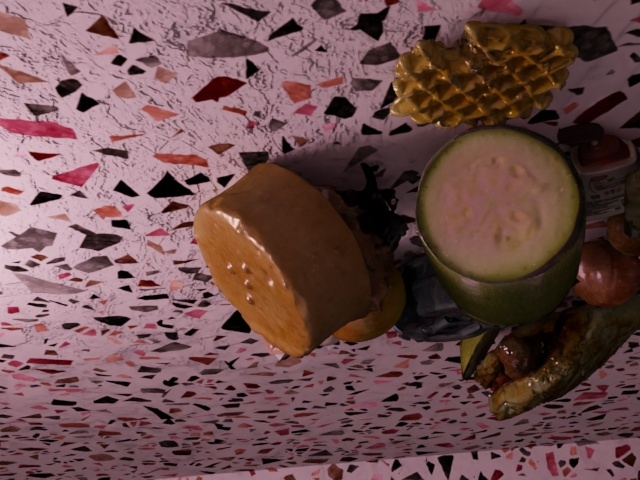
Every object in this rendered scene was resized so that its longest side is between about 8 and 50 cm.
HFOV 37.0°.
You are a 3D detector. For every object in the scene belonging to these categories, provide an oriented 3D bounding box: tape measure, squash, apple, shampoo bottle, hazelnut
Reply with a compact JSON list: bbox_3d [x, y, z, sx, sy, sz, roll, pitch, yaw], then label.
[{"bbox_3d":[0.282,0.129,2.055,0.275,0.147,0.256,11,150,-31],"label":"tape measure"},{"bbox_3d":[0.307,-0.002,1.606,0.263,0.263,0.384,-9,163,10],"label":"squash"},{"bbox_3d":[0.080,0.110,1.939,0.196,0.196,0.196,-3,154,-2],"label":"apple"},{"bbox_3d":[0.371,0.246,2.361,0.085,0.184,0.192,31,160,21],"label":"squash"},{"bbox_3d":[0.478,-0.126,1.645,0.153,0.071,0.284,-14,150,19],"label":"shampoo bottle"},{"bbox_3d":[0.594,0.061,1.981,0.150,0.150,0.150,-3,154,-2],"label":"hazelnut"}]

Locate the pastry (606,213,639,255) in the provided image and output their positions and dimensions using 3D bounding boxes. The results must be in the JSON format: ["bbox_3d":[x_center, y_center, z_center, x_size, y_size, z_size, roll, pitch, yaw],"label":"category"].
[{"bbox_3d":[0.632,-0.023,1.864,0.153,0.081,0.153,0,157,0],"label":"pastry"}]

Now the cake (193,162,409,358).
[{"bbox_3d":[-0.006,-0.006,1.637,0.321,0.332,0.332,-35,166,-26],"label":"cake"}]

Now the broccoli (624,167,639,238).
[{"bbox_3d":[0.637,-0.070,1.538,0.283,0.321,0.304,-1,170,24],"label":"broccoli"}]

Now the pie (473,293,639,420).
[{"bbox_3d":[0.584,0.274,2.308,0.418,0.180,0.395,-22,159,-16],"label":"pie"}]

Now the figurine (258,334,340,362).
[{"bbox_3d":[-0.024,0.177,2.147,0.237,0.141,0.162,-22,178,28],"label":"figurine"}]

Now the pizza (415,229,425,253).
[{"bbox_3d":[0.277,0.010,1.868,0.194,0.154,0.069,19,172,0],"label":"pizza"}]

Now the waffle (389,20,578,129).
[{"bbox_3d":[0.231,-0.237,1.391,0.261,0.056,0.250,0,156,-14],"label":"waffle"}]
